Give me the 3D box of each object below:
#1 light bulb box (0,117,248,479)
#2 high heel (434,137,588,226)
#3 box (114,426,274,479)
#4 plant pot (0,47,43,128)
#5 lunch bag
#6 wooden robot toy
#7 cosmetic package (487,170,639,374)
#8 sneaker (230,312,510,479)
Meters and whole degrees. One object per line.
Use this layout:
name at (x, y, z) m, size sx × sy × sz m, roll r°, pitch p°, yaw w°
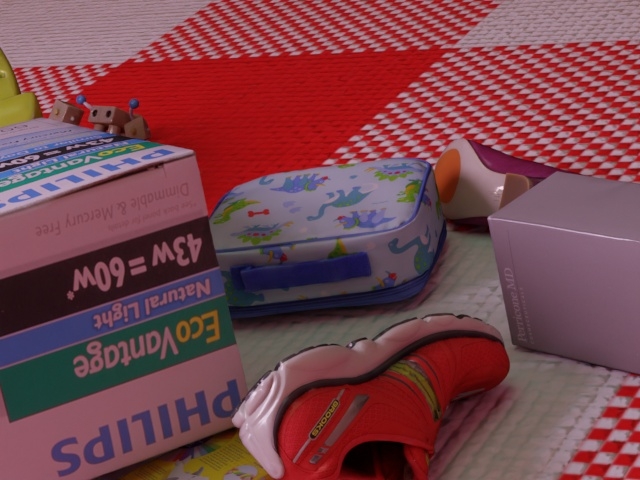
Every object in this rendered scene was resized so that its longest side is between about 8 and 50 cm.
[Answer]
light bulb box at (-0.299, 0.061, 1.485) m, size 0.358 × 0.225 × 0.361 m, roll -18°, pitch 15°, yaw -25°
high heel at (0.194, -0.046, 1.762) m, size 0.117 × 0.082 × 0.244 m, roll 12°, pitch -1°, yaw -22°
box at (-0.084, 0.188, 1.391) m, size 0.179 × 0.043 × 0.105 m, roll -27°, pitch 26°, yaw -25°
plant pot at (-0.381, -0.055, 1.894) m, size 0.228 × 0.227 × 0.207 m, roll -23°, pitch 30°, yaw -21°
lunch bag at (0.000, 0.000, 1.712) m, size 0.219 × 0.090 × 0.176 m, roll -8°, pitch 23°, yaw 14°
wooden robot toy at (-0.242, -0.127, 2.204) m, size 0.173 × 0.076 × 0.079 m, roll 8°, pitch -4°, yaw 41°
cosmetic package at (0.256, 0.030, 1.454) m, size 0.238 × 0.127 × 0.107 m, roll 7°, pitch 30°, yaw 43°
sneaker at (0.052, 0.136, 1.378) m, size 0.279 × 0.118 × 0.107 m, roll -14°, pitch -26°, yaw -46°
